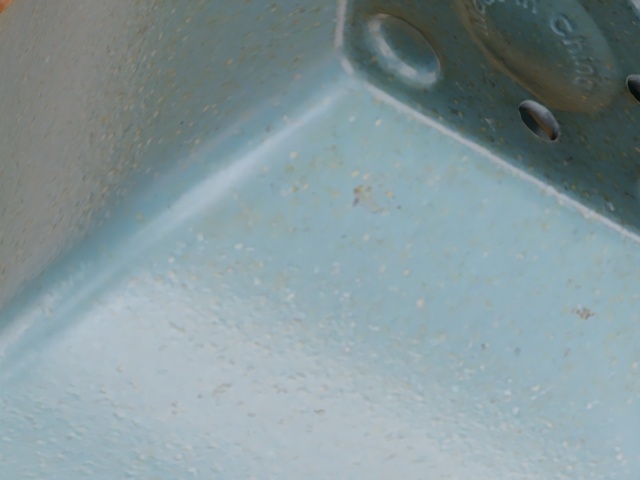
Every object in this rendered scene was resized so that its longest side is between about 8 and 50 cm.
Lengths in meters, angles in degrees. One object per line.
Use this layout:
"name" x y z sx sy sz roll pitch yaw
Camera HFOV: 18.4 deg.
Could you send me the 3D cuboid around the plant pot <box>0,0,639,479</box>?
"plant pot" 0.000 0.000 0.699 0.247 0.248 0.252 27 130 -20
